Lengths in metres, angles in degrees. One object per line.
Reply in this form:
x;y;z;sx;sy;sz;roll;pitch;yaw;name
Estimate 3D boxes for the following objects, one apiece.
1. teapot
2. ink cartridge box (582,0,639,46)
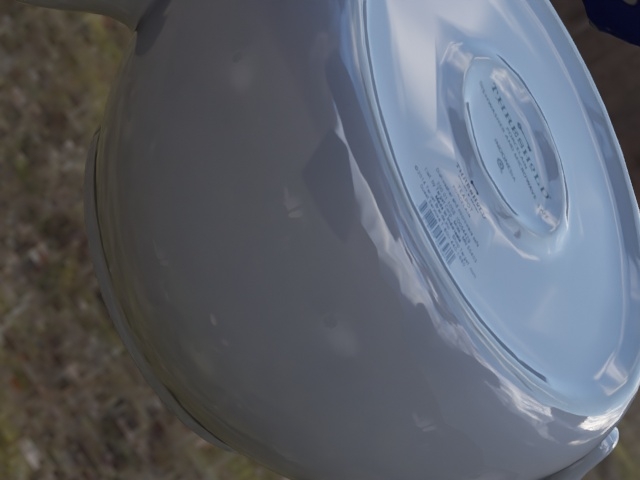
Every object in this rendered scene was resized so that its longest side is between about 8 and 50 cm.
0.000;0.000;0.726;0.252;0.187;0.256;29;46;-47;teapot
0.130;-0.153;0.328;0.395;0.151;0.270;64;-11;-26;ink cartridge box
